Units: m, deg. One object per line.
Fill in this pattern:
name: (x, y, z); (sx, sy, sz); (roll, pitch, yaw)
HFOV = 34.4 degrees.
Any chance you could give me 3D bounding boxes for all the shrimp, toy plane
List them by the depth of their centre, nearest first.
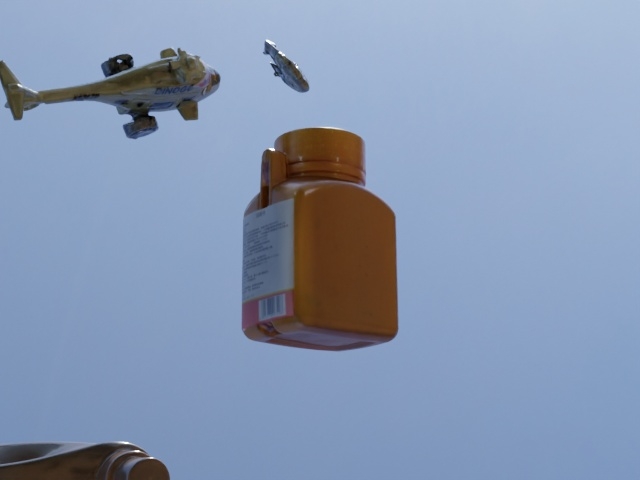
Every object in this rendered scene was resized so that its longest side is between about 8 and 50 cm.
toy plane: (-0.211, -0.160, 1.082); (0.286, 0.108, 0.092); (-15, -95, -43)
shrimp: (-0.051, -0.254, 1.482); (0.034, 0.161, 0.091); (-37, -74, -1)

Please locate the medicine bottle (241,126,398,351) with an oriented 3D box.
medicine bottle: (-0.001, 0.000, 1.106); (0.149, 0.112, 0.222); (12, -110, -38)

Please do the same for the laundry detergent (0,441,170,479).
laundry detergent: (-0.249, 0.219, 0.934); (0.171, 0.237, 0.076); (10, -106, -37)
